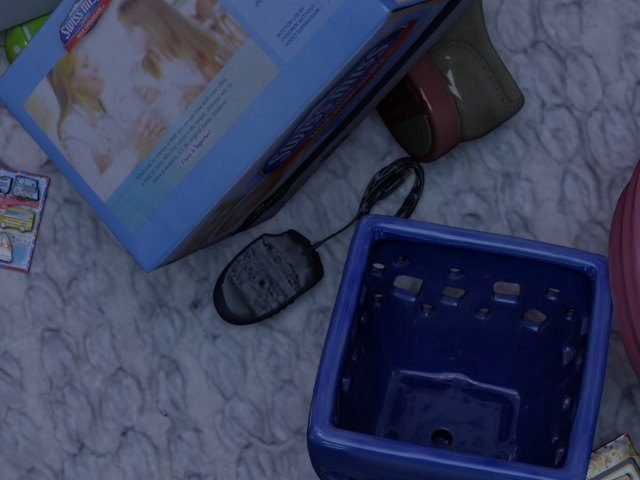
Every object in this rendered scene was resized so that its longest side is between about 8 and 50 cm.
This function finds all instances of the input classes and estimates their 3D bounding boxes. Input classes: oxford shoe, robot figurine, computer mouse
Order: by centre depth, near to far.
[{"bbox_3d":[0.000,0.000,1.760,0.242,0.041,0.071,-33,91,-8],"label":"computer mouse"},{"bbox_3d":[0.076,-0.247,1.761,0.130,0.123,0.348,-22,84,-22],"label":"oxford shoe"},{"bbox_3d":[-0.254,-0.196,1.778,0.115,0.067,0.101,-25,55,-1],"label":"robot figurine"}]

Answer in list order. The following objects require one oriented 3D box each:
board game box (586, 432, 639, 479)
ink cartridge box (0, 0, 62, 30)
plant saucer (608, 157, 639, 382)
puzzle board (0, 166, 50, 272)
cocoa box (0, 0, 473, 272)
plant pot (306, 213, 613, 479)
[{"bbox_3d":[0.267,0.296,1.698,0.147,0.045,0.193,-28,82,-1],"label":"board game box"},{"bbox_3d":[-0.298,-0.351,1.748,0.197,0.114,0.272,-21,67,0],"label":"ink cartridge box"},{"bbox_3d":[0.356,0.047,1.626,0.084,0.332,0.332,-16,80,39],"label":"plant saucer"},{"bbox_3d":[-0.336,-0.028,1.789,0.128,0.011,0.096,11,83,5],"label":"puzzle board"},{"bbox_3d":[-0.070,-0.181,1.614,0.231,0.228,0.347,49,120,7],"label":"cocoa box"},{"bbox_3d":[0.118,0.140,1.620,0.236,0.212,0.236,11,59,4],"label":"plant pot"}]
